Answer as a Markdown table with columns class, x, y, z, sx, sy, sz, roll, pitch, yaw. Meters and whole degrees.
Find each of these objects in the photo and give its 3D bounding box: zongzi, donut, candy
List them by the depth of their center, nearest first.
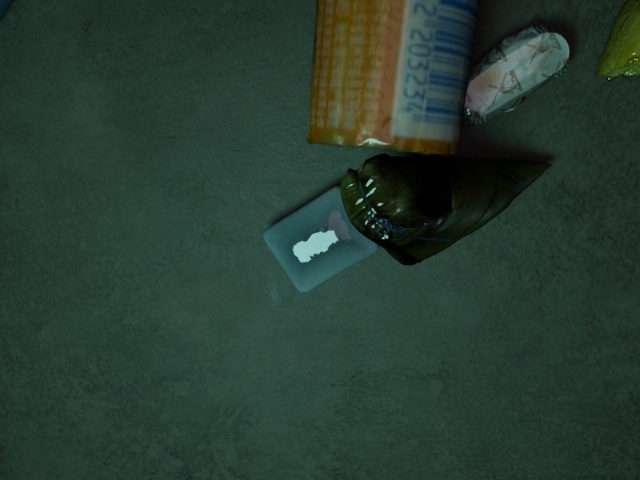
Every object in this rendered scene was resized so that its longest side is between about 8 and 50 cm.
| class | x | y | z | sx | sy | sz | roll | pitch | yaw |
| --- | --- | --- | --- | --- | --- | --- | --- | --- | --- |
| donut | 0.540 | -0.316 | 0.672 | 0.259 | 0.101 | 0.152 | -1 | 98 | 14 |
| zongzi | 0.198 | -0.080 | 0.697 | 0.300 | 0.286 | 0.138 | -24 | 73 | 14 |
| candy | 0.000 | 0.000 | 0.851 | 0.174 | 0.071 | 0.138 | -31 | 97 | 17 |

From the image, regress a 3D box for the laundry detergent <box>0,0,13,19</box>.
| class | x | y | z | sx | sy | sz | roll | pitch | yaw |
| --- | --- | --- | --- | --- | --- | --- | --- | --- | --- |
| laundry detergent | -0.566 | -0.495 | 0.825 | 0.290 | 0.094 | 0.143 | -38 | 89 | 13 |

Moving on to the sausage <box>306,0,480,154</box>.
| class | x | y | z | sx | sy | sz | roll | pitch | yaw |
| --- | --- | --- | --- | --- | --- | --- | --- | --- | --- |
| sausage | 0.103 | -0.273 | 0.682 | 0.233 | 0.233 | 0.287 | 5 | 104 | 9 |

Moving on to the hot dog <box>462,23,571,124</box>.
| class | x | y | z | sx | sy | sz | roll | pitch | yaw |
| --- | --- | --- | --- | --- | --- | --- | --- | --- | --- |
| hot dog | 0.289 | -0.254 | 0.748 | 0.192 | 0.053 | 0.099 | -34 | 95 | 19 |
